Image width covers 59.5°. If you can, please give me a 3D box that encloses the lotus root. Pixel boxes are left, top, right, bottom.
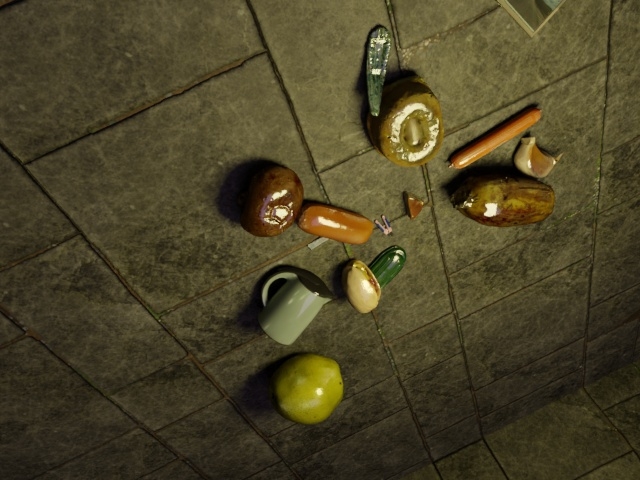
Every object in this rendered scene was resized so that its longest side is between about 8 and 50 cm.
[{"bbox_3d":[0.617,-0.134,1.895,0.398,0.196,0.179,1,92,-24],"label":"lotus root"}]

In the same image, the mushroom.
[{"bbox_3d":[-0.134,-0.104,1.623,0.194,0.138,0.231,-3,130,-23],"label":"mushroom"}]

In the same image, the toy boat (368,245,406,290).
[{"bbox_3d":[0.231,0.106,2.032,0.104,0.052,0.210,32,111,-18],"label":"toy boat"}]

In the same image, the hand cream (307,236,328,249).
[{"bbox_3d":[0.000,0.000,1.864,0.093,0.019,0.030,-30,137,12],"label":"hand cream"}]

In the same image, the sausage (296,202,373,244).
[{"bbox_3d":[0.047,-0.052,1.779,0.275,0.105,0.105,14,122,-33],"label":"sausage"}]

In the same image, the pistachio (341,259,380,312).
[{"bbox_3d":[0.134,0.168,1.979,0.145,0.117,0.200,-7,123,39],"label":"pistachio"}]

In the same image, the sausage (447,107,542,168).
[{"bbox_3d":[0.564,-0.328,1.807,0.348,0.053,0.053,-32,134,4],"label":"sausage"}]

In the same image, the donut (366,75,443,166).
[{"bbox_3d":[0.246,-0.329,1.610,0.209,0.128,0.261,-28,133,1],"label":"donut"}]

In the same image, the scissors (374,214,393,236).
[{"bbox_3d":[0.225,-0.045,1.926,0.039,0.012,0.113,-35,134,8],"label":"scissors"}]

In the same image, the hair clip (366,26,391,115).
[{"bbox_3d":[0.151,-0.451,1.501,0.066,0.036,0.229,-4,110,-20],"label":"hair clip"}]

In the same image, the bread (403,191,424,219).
[{"bbox_3d":[0.317,-0.122,1.879,0.062,0.043,0.108,-20,133,-6],"label":"bread"}]

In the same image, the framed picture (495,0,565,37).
[{"bbox_3d":[0.618,-0.710,1.525,0.189,0.023,0.260,27,115,-36],"label":"framed picture"}]

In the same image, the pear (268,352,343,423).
[{"bbox_3d":[-0.057,0.574,2.160,0.295,0.294,0.294,-13,133,-14],"label":"pear"}]

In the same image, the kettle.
[{"bbox_3d":[-0.106,0.203,1.906,0.221,0.161,0.236,37,109,-9],"label":"kettle"}]

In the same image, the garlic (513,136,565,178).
[{"bbox_3d":[0.749,-0.275,1.919,0.198,0.090,0.128,14,109,-28],"label":"garlic"}]
